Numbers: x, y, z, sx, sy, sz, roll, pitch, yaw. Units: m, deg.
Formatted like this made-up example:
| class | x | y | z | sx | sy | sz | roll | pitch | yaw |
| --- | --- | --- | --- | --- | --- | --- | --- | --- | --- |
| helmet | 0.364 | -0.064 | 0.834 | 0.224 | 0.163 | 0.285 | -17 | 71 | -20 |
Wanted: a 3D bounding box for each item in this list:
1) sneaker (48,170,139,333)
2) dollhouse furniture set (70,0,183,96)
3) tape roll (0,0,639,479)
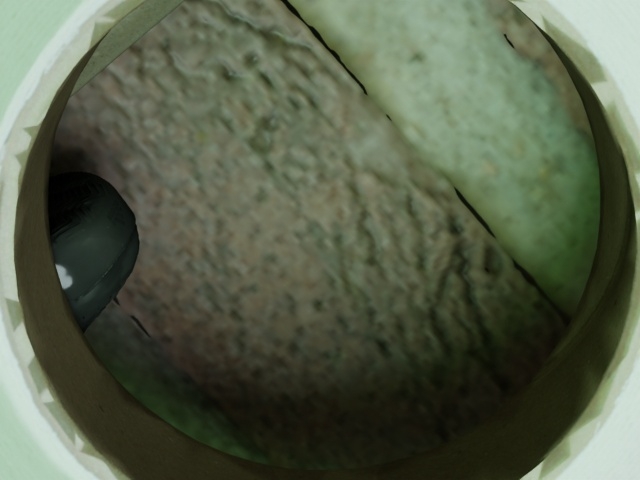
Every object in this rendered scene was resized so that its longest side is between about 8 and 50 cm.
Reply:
| class | x | y | z | sx | sy | sz | roll | pitch | yaw |
| --- | --- | --- | --- | --- | --- | --- | --- | --- | --- |
| sneaker | -0.135 | 0.096 | 0.681 | 0.281 | 0.106 | 0.162 | -36 | 110 | 30 |
| dollhouse furniture set | -0.201 | -0.118 | 0.606 | 0.301 | 0.151 | 0.197 | -39 | 125 | 2 |
| tape roll | 0.000 | 0.000 | 0.530 | 0.392 | 0.072 | 0.392 | 0 | 105 | 0 |
